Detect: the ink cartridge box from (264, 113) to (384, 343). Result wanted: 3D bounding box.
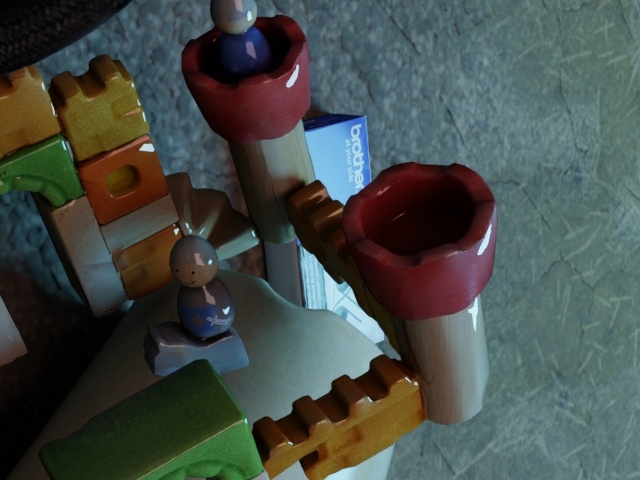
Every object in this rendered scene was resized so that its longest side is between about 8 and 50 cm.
[{"bbox_3d":[0.000,0.000,1.183,0.097,0.046,0.207,-18,109,-41],"label":"ink cartridge box"}]

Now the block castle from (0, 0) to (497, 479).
[{"bbox_3d":[-0.148,0.043,0.802,0.453,0.303,0.213,-28,133,-14],"label":"block castle"}]

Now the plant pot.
[{"bbox_3d":[-0.089,0.202,0.978,0.334,0.333,0.305,49,54,-36],"label":"plant pot"}]

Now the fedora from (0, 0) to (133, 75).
[{"bbox_3d":[-0.195,-0.222,0.832,0.152,0.334,0.334,32,73,-72],"label":"fedora"}]
